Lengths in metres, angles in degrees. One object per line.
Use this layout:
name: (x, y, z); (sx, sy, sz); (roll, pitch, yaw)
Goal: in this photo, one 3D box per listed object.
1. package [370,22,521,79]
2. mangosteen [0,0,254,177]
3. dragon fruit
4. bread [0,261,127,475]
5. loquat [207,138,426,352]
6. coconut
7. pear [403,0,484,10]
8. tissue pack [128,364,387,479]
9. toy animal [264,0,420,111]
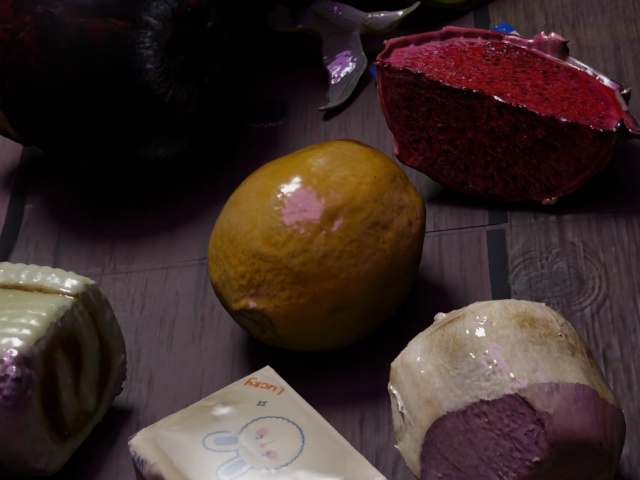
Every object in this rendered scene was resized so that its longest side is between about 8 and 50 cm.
package: (0.159, -0.170, 2.063); (0.171, 0.027, 0.173); (-22, 39, -12)
mangosteen: (-0.220, -0.219, 2.016); (0.300, 0.300, 0.300); (-8, 37, 6)
dragon fruit: (0.190, -0.125, 1.926); (0.274, 0.126, 0.161); (17, 37, 12)
bread: (-0.357, 0.110, 1.736); (0.338, 0.155, 0.187); (3, 31, 23)
loquat: (0.000, 0.000, 1.773); (0.187, 0.176, 0.234); (32, 56, 22)
coconut: (0.144, 0.135, 1.547); (0.194, 0.194, 0.194); (-8, 37, 6)
pear: (0.104, -0.380, 2.253); (0.238, 0.164, 0.255); (-40, 39, -18)
tissue pack: (-0.047, 0.204, 1.576); (0.148, 0.092, 0.196); (-28, 40, -21)
toy animal: (0.026, -0.242, 2.120); (0.155, 0.095, 0.219); (-29, 36, 23)
